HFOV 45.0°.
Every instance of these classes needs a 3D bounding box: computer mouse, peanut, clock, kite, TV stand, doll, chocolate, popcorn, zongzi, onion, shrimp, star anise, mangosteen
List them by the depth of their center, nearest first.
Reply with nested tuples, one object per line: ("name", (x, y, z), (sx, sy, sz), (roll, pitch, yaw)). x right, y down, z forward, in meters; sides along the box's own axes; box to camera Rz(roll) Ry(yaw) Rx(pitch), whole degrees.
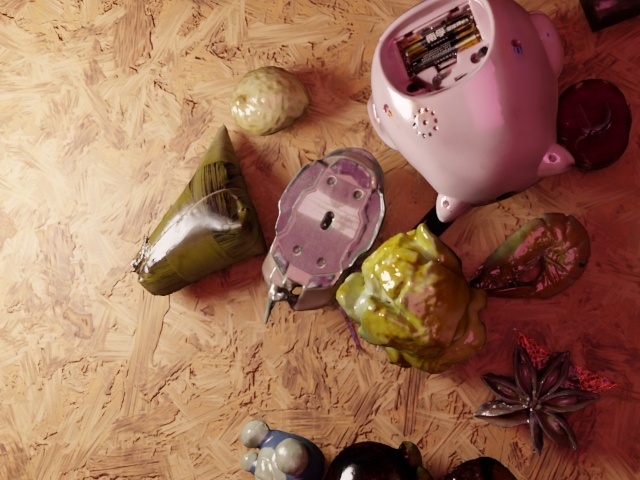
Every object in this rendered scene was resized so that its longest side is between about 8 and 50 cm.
("clock", (0.265, -0.252, 1.390), (0.368, 0.250, 0.376), (-24, 71, 22))
("popcorn", (0.179, 0.119, 1.396), (0.225, 0.276, 0.276), (-36, 78, 20))
("mangosteen", (0.101, 0.463, 1.399), (0.210, 0.210, 0.209), (-1, 83, 9))
("star anise", (0.402, 0.283, 1.425), (0.212, 0.073, 0.197), (30, 98, 12))
("doll", (-0.083, 0.487, 1.445), (0.228, 0.154, 0.258), (5, 74, 52))
("onion", (0.481, -0.217, 1.446), (0.198, 0.135, 0.173), (-8, 82, 7))
("kite", (0.440, 0.272, 1.460), (0.222, 0.008, 0.125), (27, 90, 12))
("chocolate", (0.658, -0.501, 1.468), (0.321, 0.112, 0.112), (-21, 79, 8))
("shrimp", (0.389, 0.054, 1.471), (0.267, 0.061, 0.145), (-31, 89, 2))
("computer mouse", (0.002, -0.001, 1.513), (0.199, 0.115, 0.389), (29, 91, 10))
("TV stand", (0.270, -0.082, 1.513), (0.049, 0.040, 0.256), (44, 92, 11))
("kite", (0.063, 0.119, 1.538), (0.127, 0.016, 0.229), (-22, 77, 9))
("peanut", (-0.108, -0.283, 1.564), (0.159, 0.109, 0.140), (-29, 51, -6))
("zongzi", (-0.269, -0.062, 1.570), (0.274, 0.145, 0.300), (-25, 63, 11))

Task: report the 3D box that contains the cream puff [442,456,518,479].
("cream puff", (0.292, 0.502, 1.342), (0.165, 0.239, 0.239), (-38, 78, 19))
